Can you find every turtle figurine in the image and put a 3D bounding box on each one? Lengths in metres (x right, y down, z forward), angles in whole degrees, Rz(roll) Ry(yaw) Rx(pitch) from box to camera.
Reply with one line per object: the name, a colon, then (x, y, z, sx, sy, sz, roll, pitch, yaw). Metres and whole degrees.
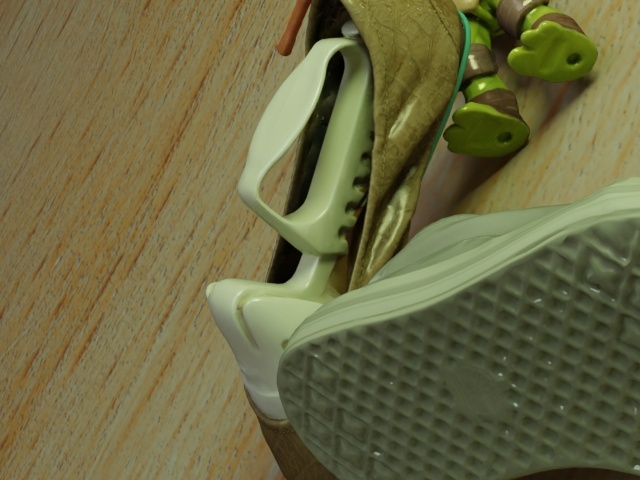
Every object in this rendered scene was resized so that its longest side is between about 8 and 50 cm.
turtle figurine: (0.093, -0.154, 1.117, 0.269, 0.087, 0.217, -37, 44, 21)

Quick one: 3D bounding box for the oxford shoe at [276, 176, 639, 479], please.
oxford shoe: (0.155, 0.039, 0.818, 0.130, 0.169, 0.449, -37, 15, -38)

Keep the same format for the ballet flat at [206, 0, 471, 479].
ballet flat: (0.000, 0.000, 1.016, 0.116, 0.124, 0.342, 17, 95, 52)
